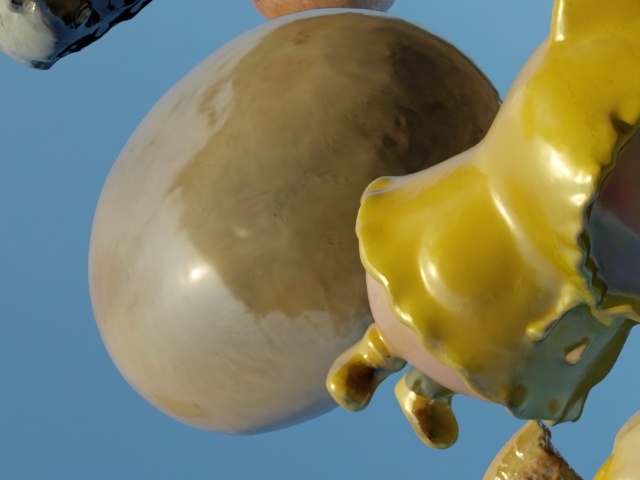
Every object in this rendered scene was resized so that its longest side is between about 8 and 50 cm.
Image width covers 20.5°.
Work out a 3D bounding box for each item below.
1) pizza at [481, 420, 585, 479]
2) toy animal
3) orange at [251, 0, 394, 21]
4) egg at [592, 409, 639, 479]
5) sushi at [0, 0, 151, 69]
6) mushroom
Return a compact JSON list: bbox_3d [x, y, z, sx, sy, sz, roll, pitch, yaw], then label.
[{"bbox_3d":[0.251,0.381,2.092,0.182,0.365,0.074,-3,-164,-11],"label":"pizza"},{"bbox_3d":[0.099,-0.004,0.762,0.156,0.230,0.156,39,-161,-16],"label":"toy animal"},{"bbox_3d":[0.009,-0.357,2.216,0.170,0.224,0.224,27,-156,-47],"label":"orange"},{"bbox_3d":[0.319,0.233,1.109,0.345,0.283,0.283,33,-155,-36],"label":"egg"},{"bbox_3d":[-0.143,-0.192,0.779,0.127,0.124,0.225,-41,-77,-19],"label":"sushi"},{"bbox_3d":[0.000,0.000,1.362,0.294,0.362,0.362,46,-158,-31],"label":"mushroom"}]
